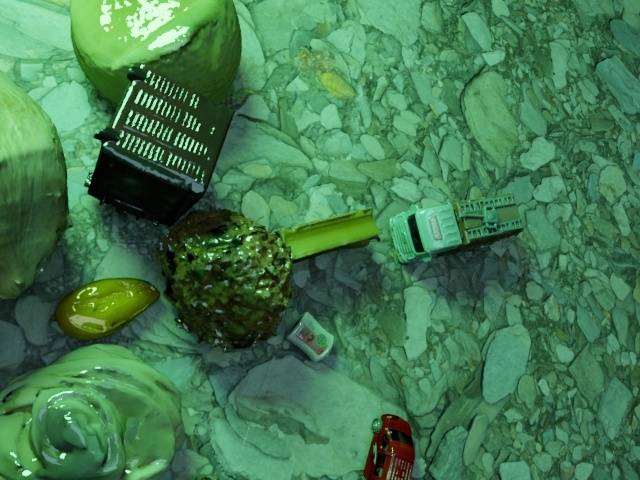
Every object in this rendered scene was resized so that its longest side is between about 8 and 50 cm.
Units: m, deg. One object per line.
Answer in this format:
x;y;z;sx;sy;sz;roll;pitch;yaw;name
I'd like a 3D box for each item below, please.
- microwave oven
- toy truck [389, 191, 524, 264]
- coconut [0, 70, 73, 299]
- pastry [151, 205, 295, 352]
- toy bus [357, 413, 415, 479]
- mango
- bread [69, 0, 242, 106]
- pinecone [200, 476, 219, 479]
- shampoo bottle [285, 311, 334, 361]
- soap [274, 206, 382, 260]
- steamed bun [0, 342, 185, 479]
-0.288;-0.145;0.865;0.178;0.247;0.188;26;68;-22;microwave oven
0.332;-0.034;1.207;0.306;0.162;0.136;-11;83;-27;toy truck
-0.538;-0.060;0.690;0.405;0.405;0.404;6;76;-24;coconut
-0.175;0.072;0.894;0.275;0.193;0.274;1;97;6;pastry
0.144;0.465;1.043;0.081;0.089;0.195;26;68;-18;toy bus
-0.382;0.117;0.893;0.188;0.066;0.101;-22;80;-33;mango
-0.303;-0.390;0.962;0.321;0.237;0.320;5;66;-12;bread
-0.179;0.514;0.834;0.169;0.185;0.212;6;54;0;pinecone
-0.017;0.207;1.053;0.099;0.043;0.072;44;64;-10;shampoo bottle
-0.001;-0.002;1.060;0.234;0.135;0.076;-13;84;-28;soap
-0.358;0.298;0.783;0.280;0.207;0.267;-33;93;-30;steamed bun
